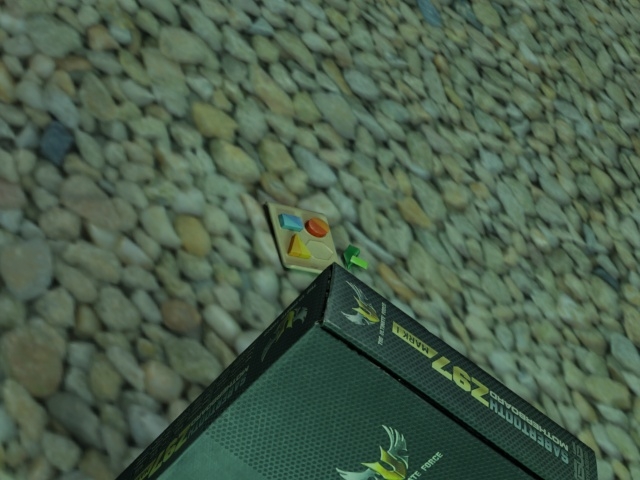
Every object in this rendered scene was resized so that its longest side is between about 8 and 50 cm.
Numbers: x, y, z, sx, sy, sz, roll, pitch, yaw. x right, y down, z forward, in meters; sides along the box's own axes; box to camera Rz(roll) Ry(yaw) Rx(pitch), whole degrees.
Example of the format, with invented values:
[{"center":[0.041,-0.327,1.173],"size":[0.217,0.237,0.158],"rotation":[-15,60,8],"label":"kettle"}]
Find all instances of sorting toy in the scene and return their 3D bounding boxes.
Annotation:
[{"center":[0.000,0.000,1.236],"size":[0.083,0.012,0.062],"rotation":[11,47,-40],"label":"sorting toy"}]

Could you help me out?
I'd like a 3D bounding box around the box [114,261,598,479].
[{"center":[0.003,0.145,0.897],"size":[0.183,0.232,0.059],"rotation":[37,29,-15],"label":"box"}]
